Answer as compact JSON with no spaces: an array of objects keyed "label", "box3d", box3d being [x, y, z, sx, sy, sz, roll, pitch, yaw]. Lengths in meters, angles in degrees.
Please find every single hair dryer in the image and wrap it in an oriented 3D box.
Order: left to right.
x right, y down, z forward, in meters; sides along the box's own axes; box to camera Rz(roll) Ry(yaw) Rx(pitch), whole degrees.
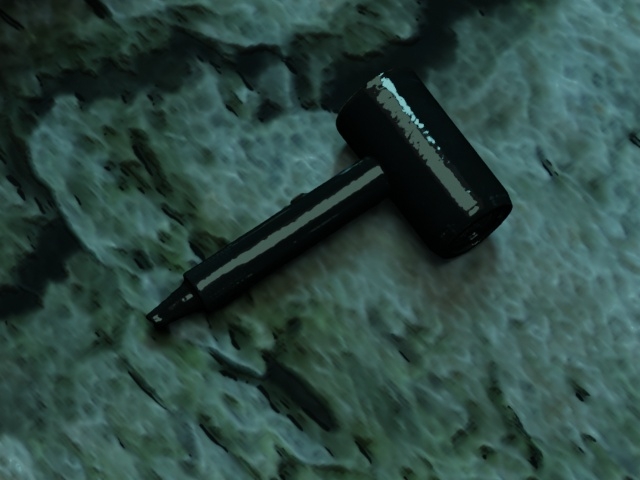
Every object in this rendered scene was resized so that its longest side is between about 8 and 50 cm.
[{"label":"hair dryer","box3d":[0.000,0.000,1.099,0.255,0.070,0.128,-35,73,-10]}]
